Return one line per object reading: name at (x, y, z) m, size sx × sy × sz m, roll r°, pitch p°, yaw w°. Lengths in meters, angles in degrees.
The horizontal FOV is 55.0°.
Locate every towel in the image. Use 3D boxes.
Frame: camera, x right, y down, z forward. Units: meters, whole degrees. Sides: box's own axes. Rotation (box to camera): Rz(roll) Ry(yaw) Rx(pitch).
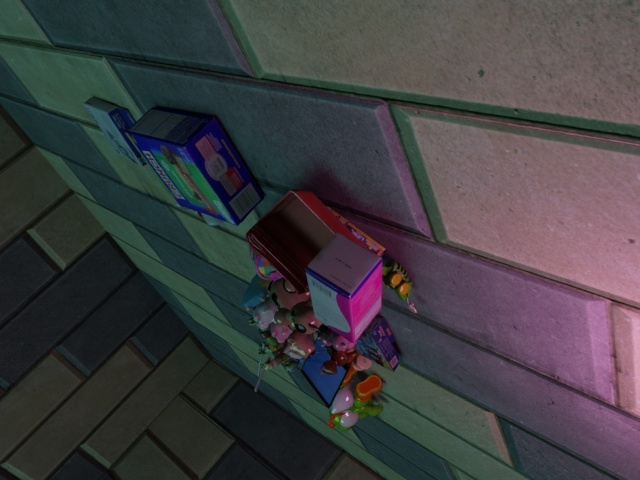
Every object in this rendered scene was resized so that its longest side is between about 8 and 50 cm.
towel at (-0.087, 0.024, 1.523) m, size 0.199 × 0.031 × 0.275 m, roll 46°, pitch -166°, yaw -5°

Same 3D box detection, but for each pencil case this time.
pencil case at (-0.140, 0.043, 1.675) m, size 0.104 × 0.104 × 0.236 m, roll 48°, pitch 179°, yaw -13°

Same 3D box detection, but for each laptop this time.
laptop at (-0.019, 0.355, 1.974) m, size 0.234 × 0.137 × 0.264 m, roll 39°, pitch 160°, yaw 57°

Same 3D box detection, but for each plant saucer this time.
plant saucer at (0.000, 0.000, 1.380) m, size 0.259 × 0.047 × 0.258 m, roll 46°, pitch 157°, yaw -5°

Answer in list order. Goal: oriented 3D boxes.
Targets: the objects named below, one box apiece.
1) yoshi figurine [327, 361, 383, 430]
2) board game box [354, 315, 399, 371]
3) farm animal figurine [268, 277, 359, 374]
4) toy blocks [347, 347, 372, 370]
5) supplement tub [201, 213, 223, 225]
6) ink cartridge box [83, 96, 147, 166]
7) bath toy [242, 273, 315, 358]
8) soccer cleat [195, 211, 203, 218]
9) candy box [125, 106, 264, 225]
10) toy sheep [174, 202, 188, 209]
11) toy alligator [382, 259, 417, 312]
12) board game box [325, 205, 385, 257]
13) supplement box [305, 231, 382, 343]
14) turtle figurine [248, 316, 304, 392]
yoshi figurine at (0.128, 0.557, 2.222) m, size 0.203 × 0.203 × 0.362 m, roll 3°, pitch 139°, yaw -6°
board game box at (0.125, 0.269, 1.772) m, size 0.194 × 0.060 × 0.194 m, roll 22°, pitch 150°, yaw 44°
farm animal figurine at (-0.044, 0.209, 1.610) m, size 0.326 × 0.172 × 0.330 m, roll 56°, pitch 172°, yaw 38°
toy blocks at (0.096, 0.380, 2.032) m, size 0.123 × 0.054 × 0.148 m, roll 44°, pitch 158°, yaw -1°
supplement tub at (-0.333, -0.104, 1.855) m, size 0.071 × 0.071 × 0.107 m, roll 28°, pitch 154°, yaw 33°
ink cartridge box at (-0.632, -0.340, 1.965) m, size 0.224 × 0.045 × 0.223 m, roll 23°, pitch 151°, yaw 40°
bath toy at (-0.123, 0.259, 2.097) m, size 0.348 × 0.152 × 0.129 m, roll 55°, pitch -166°, yaw -34°
soccer cleat at (-0.409, -0.103, 2.047) m, size 0.083 × 0.029 × 0.035 m, roll 46°, pitch 167°, yaw 1°
candy box at (-0.334, -0.198, 1.613) m, size 0.317 × 0.122 × 0.268 m, roll 20°, pitch 150°, yaw 46°
toy sheep at (-0.423, -0.139, 1.932) m, size 0.091 × 0.091 × 0.132 m, roll 51°, pitch 171°, yaw -18°
toy alligator at (0.181, 0.094, 1.374) m, size 0.056 × 0.051 × 0.189 m, roll 27°, pitch 164°, yaw 52°
board game box at (0.062, 0.014, 1.427) m, size 0.170 × 0.048 × 0.141 m, roll 37°, pitch 159°, yaw 15°
supplement box at (0.053, 0.103, 1.271) m, size 0.111 × 0.114 × 0.220 m, roll 31°, pitch 154°, yaw 22°
turtle figurine at (-0.230, 0.443, 2.470) m, size 0.275 × 0.198 × 0.266 m, roll -24°, pitch 96°, yaw 23°
